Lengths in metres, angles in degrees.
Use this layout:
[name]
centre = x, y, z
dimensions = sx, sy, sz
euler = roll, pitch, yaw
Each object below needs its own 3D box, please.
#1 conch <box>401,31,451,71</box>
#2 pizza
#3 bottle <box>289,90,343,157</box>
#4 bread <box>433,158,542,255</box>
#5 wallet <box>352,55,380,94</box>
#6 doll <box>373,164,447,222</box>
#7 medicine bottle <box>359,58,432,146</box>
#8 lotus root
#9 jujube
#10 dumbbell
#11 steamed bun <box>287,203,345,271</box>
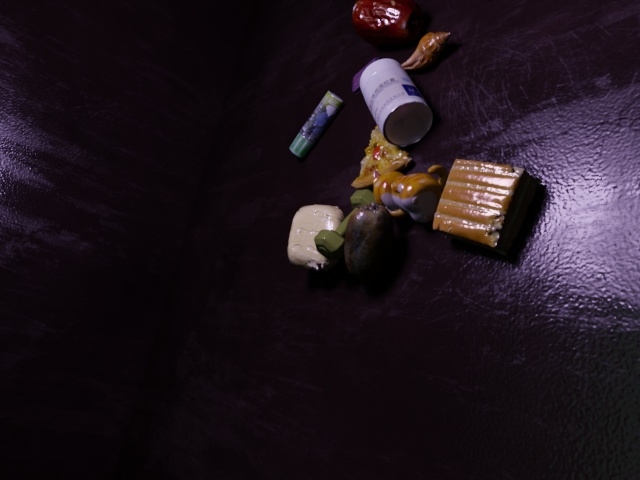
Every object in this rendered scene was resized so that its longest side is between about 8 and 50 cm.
[conch]
centre = 0.395, -0.708, 1.840
dimensions = 0.330, 0.093, 0.109
euler = 154, 113, -67
[pizza]
centre = 0.221, -0.342, 1.859
dimensions = 0.280, 0.075, 0.287
euler = -32, 49, 37
[bottle]
centre = -0.023, -0.545, 2.263
dimensions = 0.330, 0.093, 0.093
euler = -51, 39, 20
[bread]
centre = 0.471, -0.099, 1.380
dimensions = 0.246, 0.111, 0.239
euler = 20, 90, 51
[wallet]
centre = 0.203, -0.740, 2.134
dimensions = 0.166, 0.030, 0.111
euler = -29, 51, 41
[doll]
centre = 0.287, -0.155, 1.602
dimensions = 0.270, 0.166, 0.162
euler = 9, 54, 49
[medicine bottle]
centre = 0.275, -0.525, 1.792
dimensions = 0.190, 0.190, 0.332
euler = -44, 41, 28
[lotus root]
centre = 0.163, 0.014, 1.618
dimensions = 0.160, 0.152, 0.274
euler = 13, 119, 26
[jujube]
centre = 0.277, -0.919, 1.985
dimensions = 0.318, 0.223, 0.223
euler = 33, 98, 43
[dumbbell]
centre = 0.102, -0.060, 1.734
dimensions = 0.108, 0.121, 0.302
euler = 27, 61, 30
[steamed bun]
centre = 0.000, 0.000, 1.880
dimensions = 0.232, 0.166, 0.272
euler = 0, 73, 30
